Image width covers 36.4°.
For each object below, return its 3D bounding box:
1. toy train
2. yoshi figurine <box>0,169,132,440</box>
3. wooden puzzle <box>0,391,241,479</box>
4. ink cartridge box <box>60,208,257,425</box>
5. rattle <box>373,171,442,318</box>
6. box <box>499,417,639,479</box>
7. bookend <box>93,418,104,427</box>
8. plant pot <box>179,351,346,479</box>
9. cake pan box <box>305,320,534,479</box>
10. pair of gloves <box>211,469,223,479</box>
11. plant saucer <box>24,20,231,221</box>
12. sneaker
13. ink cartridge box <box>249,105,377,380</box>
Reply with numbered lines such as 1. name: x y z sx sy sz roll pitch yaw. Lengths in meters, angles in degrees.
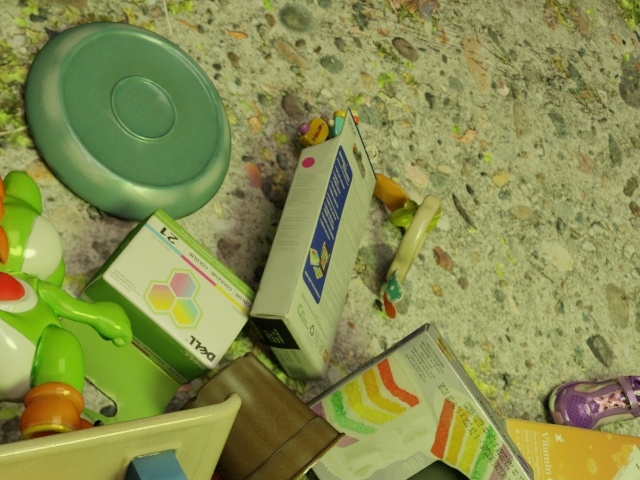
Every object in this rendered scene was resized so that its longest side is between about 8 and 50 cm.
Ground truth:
1. toy train: 0.013 -0.138 1.558 0.166 0.046 0.125 -31 98 -42
2. yoshi figurine: -0.336 0.095 1.093 0.203 0.203 0.362 18 45 -39
3. wooden puzzle: -0.250 0.317 0.994 0.348 0.322 0.080 -9 43 -39
4. ink cartridge box: -0.223 0.118 1.239 0.189 0.097 0.255 42 51 -12
5. rattle: 0.100 0.003 1.538 0.142 0.130 0.200 31 81 -7
6. box: 0.362 0.406 1.470 0.345 0.168 0.215 13 62 -31
7. bookend: -0.299 0.274 1.100 0.156 0.157 0.072 -31 88 -15
8. plant pot: -0.084 0.243 1.241 0.165 0.167 0.167 47 50 9
9. cake pan box: 0.121 0.286 1.318 0.267 0.245 0.070 56 14 0
10. pair of gloves: -0.133 0.330 1.261 0.074 0.010 0.083 -11 77 -38
11. plant saucer: -0.256 -0.179 1.380 0.317 0.043 0.318 17 60 -31
12. sneaker: 0.494 0.274 1.665 0.236 0.104 0.095 -4 73 -35
13. ink cartridge box: 0.000 0.000 1.410 0.176 0.069 0.371 64 36 -49
